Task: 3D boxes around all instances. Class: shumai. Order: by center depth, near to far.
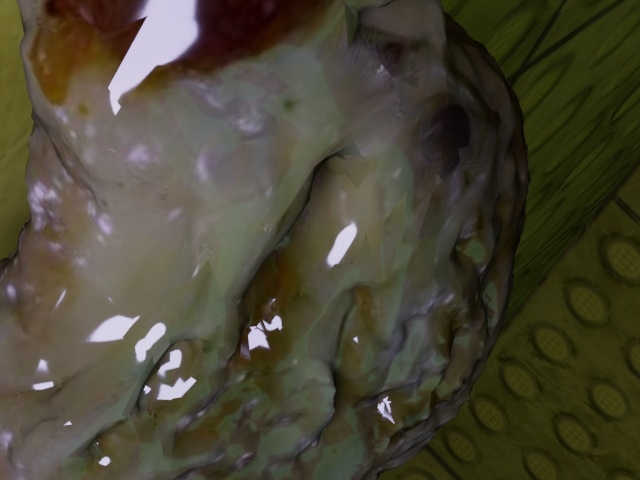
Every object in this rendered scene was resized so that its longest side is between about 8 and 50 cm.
[{"bbox_3d":[-0.018,-0.014,0.625,0.346,0.217,0.283,-35,165,-27],"label":"shumai"}]
